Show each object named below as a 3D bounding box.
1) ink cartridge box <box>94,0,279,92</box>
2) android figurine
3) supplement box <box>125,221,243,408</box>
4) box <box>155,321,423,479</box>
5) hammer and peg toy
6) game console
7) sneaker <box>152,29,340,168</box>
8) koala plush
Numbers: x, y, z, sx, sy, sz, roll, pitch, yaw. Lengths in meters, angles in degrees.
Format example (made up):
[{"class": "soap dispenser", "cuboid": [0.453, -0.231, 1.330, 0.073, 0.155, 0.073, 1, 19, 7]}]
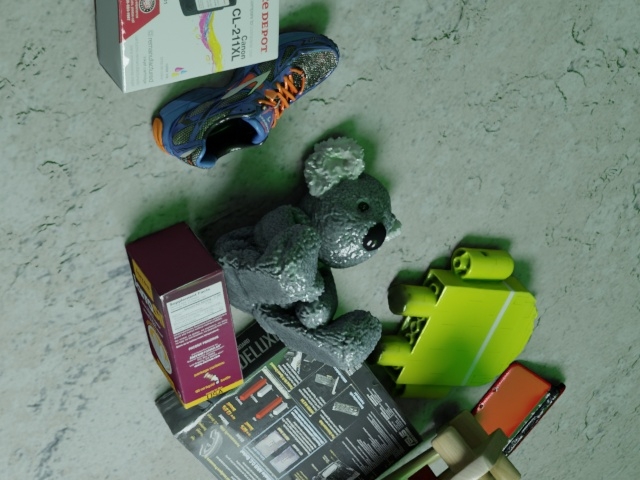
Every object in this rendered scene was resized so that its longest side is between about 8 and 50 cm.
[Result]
[{"class": "ink cartridge box", "cuboid": [-0.131, -0.234, 1.374, 0.175, 0.072, 0.127, -16, 131, -24]}, {"class": "android figurine", "cuboid": [0.190, 0.120, 1.902, 0.273, 0.056, 0.248, 3, 121, -36]}, {"class": "supplement box", "cuboid": [-0.155, 0.087, 1.594, 0.081, 0.104, 0.188, -23, 134, -18]}, {"class": "box", "cuboid": [-0.033, 0.239, 1.803, 0.242, 0.076, 0.307, -39, 131, -2]}, {"class": "hammer and peg toy", "cuboid": [0.147, 0.355, 1.892, 0.266, 0.127, 0.361, -40, 172, 8]}, {"class": "game console", "cuboid": [0.296, 0.258, 2.120, 0.144, 0.085, 0.124, -52, 167, 12]}, {"class": "sneaker", "cuboid": [-0.068, -0.143, 1.482, 0.221, 0.087, 0.083, -35, 137, -6]}, {"class": "koala plush", "cuboid": [0.000, 0.000, 1.611, 0.221, 0.203, 0.196, -51, 128, -20]}]
